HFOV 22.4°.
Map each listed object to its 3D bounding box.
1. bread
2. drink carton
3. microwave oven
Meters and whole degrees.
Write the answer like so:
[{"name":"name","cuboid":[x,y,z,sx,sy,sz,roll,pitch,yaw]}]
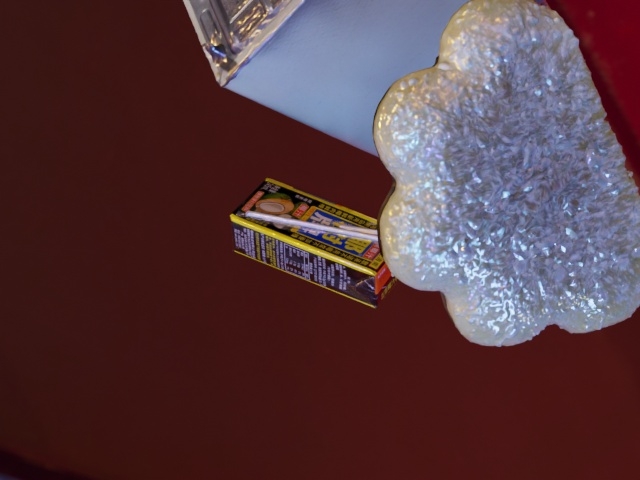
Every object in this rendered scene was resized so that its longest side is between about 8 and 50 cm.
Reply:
[{"name":"bread","cuboid":[0.138,-0.031,1.223,0.207,0.287,0.056,-33,19,-10]},{"name":"drink carton","cuboid":[0.000,0.000,1.560,0.165,0.056,0.071,20,49,24]},{"name":"microwave oven","cuboid":[0.024,-0.314,1.582,0.247,0.333,0.394,-42,52,23]}]
